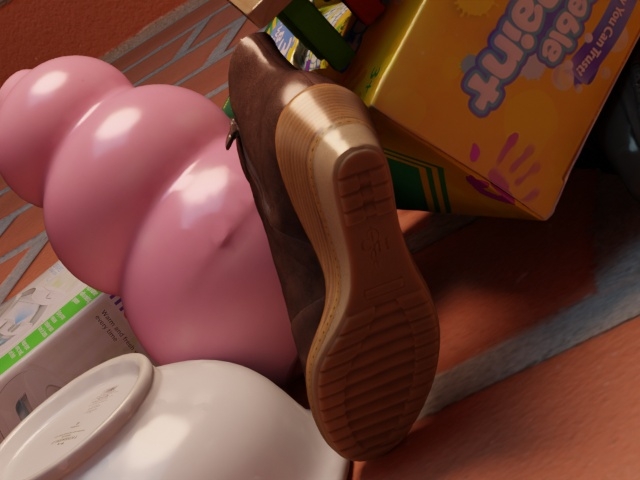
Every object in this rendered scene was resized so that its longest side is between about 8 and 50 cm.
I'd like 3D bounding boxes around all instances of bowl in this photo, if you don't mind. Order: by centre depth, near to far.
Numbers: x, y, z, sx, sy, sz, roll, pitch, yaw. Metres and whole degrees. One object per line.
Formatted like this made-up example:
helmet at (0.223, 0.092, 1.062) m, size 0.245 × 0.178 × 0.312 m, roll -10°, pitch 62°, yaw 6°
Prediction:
bowl at (-0.137, 0.173, 1.021) m, size 0.298 × 0.134 × 0.298 m, roll -32°, pitch 17°, yaw 11°

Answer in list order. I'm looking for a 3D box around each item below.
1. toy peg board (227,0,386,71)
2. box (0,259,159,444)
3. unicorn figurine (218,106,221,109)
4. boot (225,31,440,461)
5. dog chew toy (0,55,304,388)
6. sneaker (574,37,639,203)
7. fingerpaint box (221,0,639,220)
toy peg board at (0.016, -0.199, 1.042) m, size 0.160 × 0.079 × 0.161 m, roll -44°, pitch 23°, yaw 2°
box at (-0.227, 0.112, 1.387) m, size 0.231 × 0.127 × 0.262 m, roll -40°, pitch 16°, yaw -9°
unicorn figurine at (-0.106, -0.173, 2.077) m, size 0.111 × 0.060 × 0.162 m, roll -43°, pitch 2°, yaw -22°
boot at (0.000, 0.000, 1.002) m, size 0.090 × 0.248 × 0.207 m, roll -12°, pitch 28°, yaw -16°
dog chew toy at (-0.123, -0.027, 1.188) m, size 0.206 × 0.332 × 0.206 m, roll -50°, pitch -13°, yaw -16°
sneaker at (0.218, -0.091, 1.107) m, size 0.130 × 0.109 × 0.286 m, roll -43°, pitch 21°, yaw 24°
fingerpaint box at (0.131, -0.250, 1.165) m, size 0.445 × 0.163 × 0.371 m, roll -61°, pitch 19°, yaw -6°
